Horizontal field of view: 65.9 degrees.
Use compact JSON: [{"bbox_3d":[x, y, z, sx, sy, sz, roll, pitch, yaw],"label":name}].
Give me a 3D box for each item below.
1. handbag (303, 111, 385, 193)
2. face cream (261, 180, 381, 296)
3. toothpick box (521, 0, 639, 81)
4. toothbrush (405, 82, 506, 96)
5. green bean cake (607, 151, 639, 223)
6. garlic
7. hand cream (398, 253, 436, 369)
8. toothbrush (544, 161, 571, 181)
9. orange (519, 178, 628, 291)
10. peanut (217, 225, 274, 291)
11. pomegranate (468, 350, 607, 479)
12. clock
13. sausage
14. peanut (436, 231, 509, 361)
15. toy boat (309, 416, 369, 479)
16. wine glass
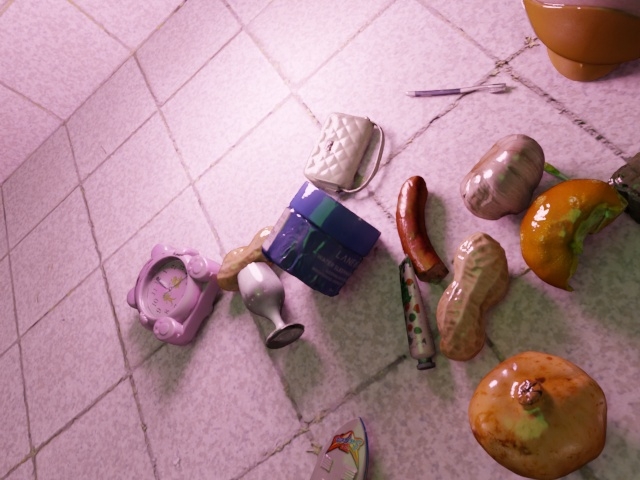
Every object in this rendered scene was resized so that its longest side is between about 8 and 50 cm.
[{"bbox_3d":[0.082,-0.260,1.479,0.219,0.079,0.255,17,80,31],"label":"handbag"},{"bbox_3d":[0.000,0.000,1.309,0.249,0.249,0.225,38,97,37],"label":"face cream"},{"bbox_3d":[0.647,-0.601,1.073,0.410,0.425,0.408,-4,74,13],"label":"toothpick box"},{"bbox_3d":[0.378,-0.423,1.404,0.288,0.024,0.026,6,87,32],"label":"toothbrush"},{"bbox_3d":[0.756,-0.115,0.980,0.255,0.132,0.241,-40,51,10],"label":"green bean cake"},{"bbox_3d":[0.456,-0.121,1.154,0.212,0.218,0.218,38,92,-2],"label":"garlic"},{"bbox_3d":[0.228,0.173,1.202,0.059,0.095,0.275,-5,65,-8],"label":"hand cream"},{"bbox_3d":[0.540,-0.179,1.201,0.022,0.026,0.263,-51,50,2],"label":"toothbrush"},{"bbox_3d":[0.507,-0.023,1.030,0.159,0.179,0.237,28,112,13],"label":"orange"},{"bbox_3d":[-0.211,0.054,1.498,0.263,0.101,0.117,-37,81,11],"label":"peanut"},{"bbox_3d":[0.406,0.327,0.930,0.249,0.248,0.248,-12,64,26],"label":"pomegranate"},{"bbox_3d":[-0.482,0.159,1.610,0.322,0.113,0.295,22,82,37],"label":"clock"},{"bbox_3d":[0.250,-0.030,1.276,0.103,0.076,0.301,-16,63,16],"label":"sausage"},{"bbox_3d":[0.346,0.129,1.124,0.136,0.120,0.298,19,83,15],"label":"peanut"},{"bbox_3d":[0.038,0.551,1.140,0.129,0.088,0.295,14,78,34],"label":"toy boat"},{"bbox_3d":[-0.145,0.179,1.393,0.126,0.126,0.241,-38,57,11],"label":"wine glass"}]
